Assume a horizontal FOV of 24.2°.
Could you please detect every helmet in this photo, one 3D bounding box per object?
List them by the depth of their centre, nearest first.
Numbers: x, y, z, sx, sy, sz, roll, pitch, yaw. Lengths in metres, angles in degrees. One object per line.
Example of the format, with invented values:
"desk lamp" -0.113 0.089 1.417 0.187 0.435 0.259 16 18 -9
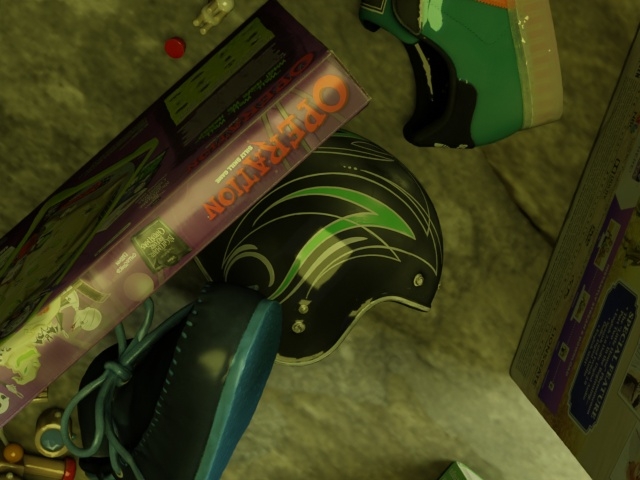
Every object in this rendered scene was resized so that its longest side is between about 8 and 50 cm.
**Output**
"helmet" 0.000 0.000 1.049 0.161 0.169 0.169 -35 108 -2

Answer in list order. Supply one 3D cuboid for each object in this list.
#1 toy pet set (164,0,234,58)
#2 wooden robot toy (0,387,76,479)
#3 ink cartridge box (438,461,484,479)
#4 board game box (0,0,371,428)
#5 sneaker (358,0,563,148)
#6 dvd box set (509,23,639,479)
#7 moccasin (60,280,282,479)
"toy pet set" -0.093 -0.210 1.037 0.114 0.065 0.122 -29 109 36
"wooden robot toy" -0.219 0.177 1.100 0.076 0.079 0.173 14 103 -13
"ink cartridge box" 0.101 0.348 1.183 0.198 0.115 0.273 40 95 -17
"board game box" -0.130 -0.017 0.995 0.347 0.208 0.056 -41 108 4
"sneaker" 0.078 -0.203 1.030 0.121 0.108 0.302 -20 109 -8
"dvd box set" 0.255 0.030 0.962 0.062 0.420 0.308 16 101 -13
"moccasin" -0.114 0.123 0.992 0.117 0.342 0.138 28 56 2
